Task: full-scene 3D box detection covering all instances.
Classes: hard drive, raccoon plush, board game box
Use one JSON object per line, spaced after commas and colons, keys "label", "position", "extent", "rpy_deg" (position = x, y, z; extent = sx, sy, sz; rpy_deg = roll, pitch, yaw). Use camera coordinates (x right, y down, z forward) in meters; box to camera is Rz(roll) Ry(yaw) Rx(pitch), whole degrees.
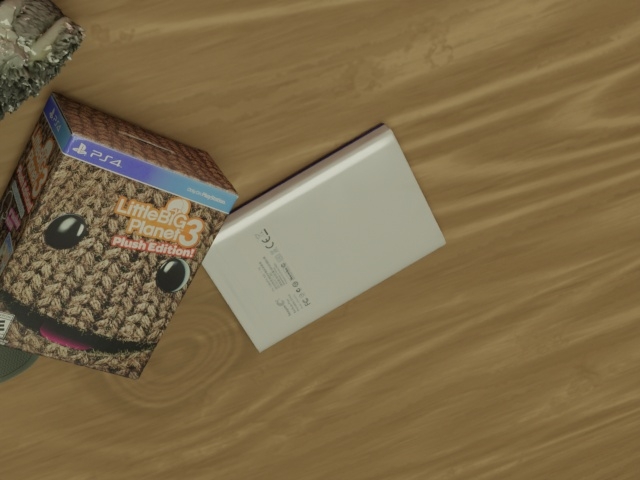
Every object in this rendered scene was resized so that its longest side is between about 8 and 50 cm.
{"label": "hard drive", "position": [0.000, 0.000, 1.475], "extent": [0.318, 0.040, 0.210], "rpy_deg": [-30, 120, -1]}
{"label": "raccoon plush", "position": [-0.420, -0.100, 1.221], "extent": [0.299, 0.216, 0.447], "rpy_deg": [-8, 122, -20]}
{"label": "board game box", "position": [-0.284, 0.000, 1.314], "extent": [0.232, 0.141, 0.291], "rpy_deg": [19, 108, -33]}

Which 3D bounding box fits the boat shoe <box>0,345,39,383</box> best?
{"label": "boat shoe", "position": [-0.535, 0.151, 1.361], "extent": [0.320, 0.103, 0.118], "rpy_deg": [-13, 99, -17]}
